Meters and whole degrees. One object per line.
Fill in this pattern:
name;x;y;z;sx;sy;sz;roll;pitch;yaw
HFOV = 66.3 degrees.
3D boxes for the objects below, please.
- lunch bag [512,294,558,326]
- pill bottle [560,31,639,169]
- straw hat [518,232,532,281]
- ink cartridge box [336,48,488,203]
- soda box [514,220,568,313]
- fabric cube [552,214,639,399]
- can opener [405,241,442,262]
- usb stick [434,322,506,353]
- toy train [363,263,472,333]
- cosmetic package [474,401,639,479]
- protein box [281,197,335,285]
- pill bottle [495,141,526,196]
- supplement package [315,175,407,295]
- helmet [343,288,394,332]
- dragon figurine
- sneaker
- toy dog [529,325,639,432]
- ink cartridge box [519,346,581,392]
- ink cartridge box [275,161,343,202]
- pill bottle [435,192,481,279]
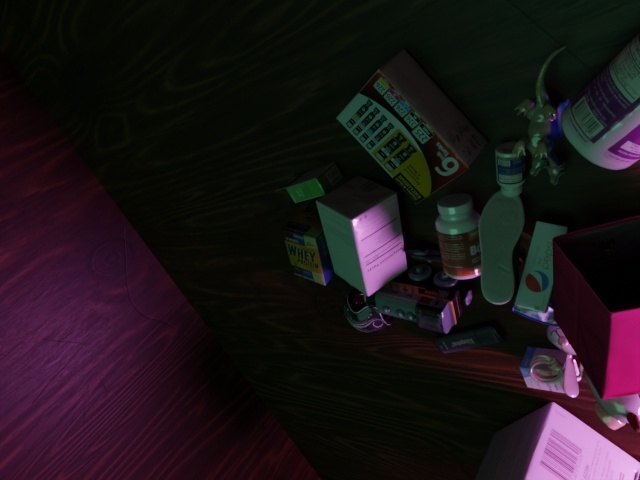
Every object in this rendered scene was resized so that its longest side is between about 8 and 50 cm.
lunch bag;0.604;0.151;1.286;0.151;0.129;0.096;25;141;25
pill bottle;0.585;-0.275;0.846;0.169;0.169;0.301;40;144;5
straw hat;0.516;0.035;1.309;0.144;0.061;0.144;9;111;24
ink cartridge box;0.208;-0.262;1.247;0.309;0.130;0.272;46;145;-4
soda box;0.543;0.066;1.203;0.074;0.069;0.216;15;94;29
fabric cube;0.665;0.133;1.033;0.254;0.259;0.258;-14;124;7
can opener;0.352;0.044;1.480;0.186;0.073;0.059;8;124;27
usb stick;0.493;0.329;1.639;0.077;0.045;0.278;48;144;-7
toy train;0.298;0.173;1.544;0.334;0.190;0.142;11;133;36
cosmetic package;0.758;0.816;1.635;0.327;0.329;0.393;35;144;11
protein box;0.000;0.000;1.644;0.136;0.200;0.201;16;135;32
pill bottle;0.452;-0.167;1.163;0.067;0.067;0.120;12;133;36
supplement package;0.131;-0.015;1.495;0.177;0.175;0.293;33;147;46
helmet;0.167;0.251;1.771;0.161;0.169;0.169;-13;117;31
dragon figurine;0.475;-0.254;1.038;0.085;0.144;0.289;12;114;38
sneaker;0.457;0.023;1.246;0.105;0.295;0.147;4;167;22
toy dog;0.732;0.373;1.283;0.334;0.161;0.220;27;112;14
ink cartridge box;0.693;0.389;1.472;0.143;0.090;0.092;-4;123;46
ink cartridge box;-0.037;-0.180;1.577;0.209;0.109;0.062;-10;118;48
pill bottle;0.379;-0.013;1.332;0.121;0.121;0.216;6;123;40
